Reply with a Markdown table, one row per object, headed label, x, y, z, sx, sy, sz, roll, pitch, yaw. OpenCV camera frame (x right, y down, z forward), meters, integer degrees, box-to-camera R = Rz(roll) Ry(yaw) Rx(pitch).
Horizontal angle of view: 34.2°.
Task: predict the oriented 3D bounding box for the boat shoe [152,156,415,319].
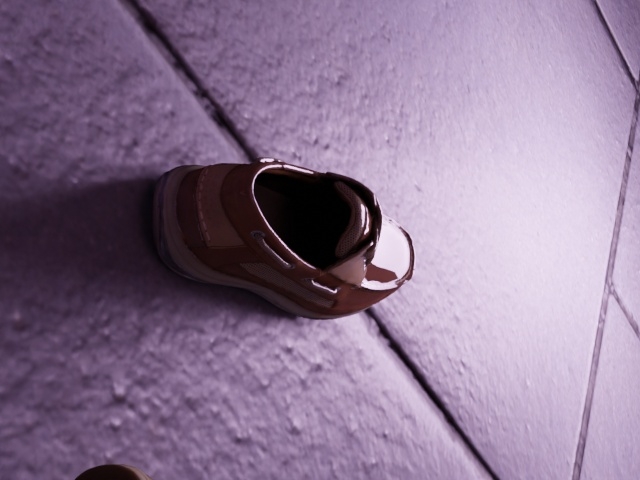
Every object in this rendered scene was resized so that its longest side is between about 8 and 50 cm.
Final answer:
| label | x | y | z | sx | sy | sz | roll | pitch | yaw |
| --- | --- | --- | --- | --- | --- | --- | --- | --- | --- |
| boat shoe | 0.000 | 0.000 | 0.917 | 0.324 | 0.116 | 0.123 | 9 | 71 | -52 |

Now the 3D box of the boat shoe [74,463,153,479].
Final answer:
| label | x | y | z | sx | sy | sz | roll | pitch | yaw |
| --- | --- | --- | --- | --- | --- | --- | --- | --- | --- |
| boat shoe | -0.119 | 0.286 | 0.676 | 0.089 | 0.104 | 0.285 | 3 | 86 | -58 |
